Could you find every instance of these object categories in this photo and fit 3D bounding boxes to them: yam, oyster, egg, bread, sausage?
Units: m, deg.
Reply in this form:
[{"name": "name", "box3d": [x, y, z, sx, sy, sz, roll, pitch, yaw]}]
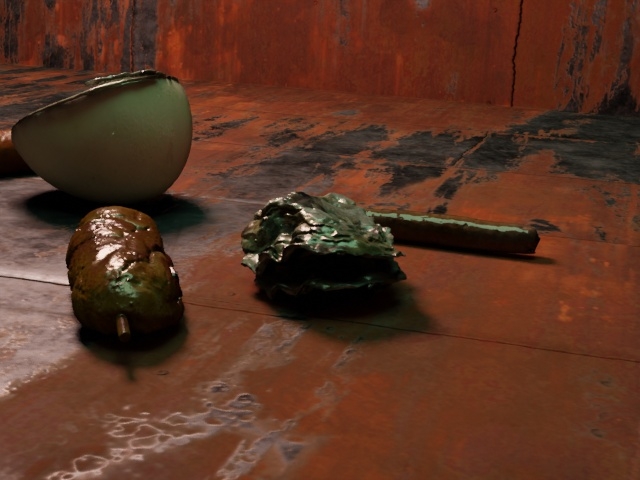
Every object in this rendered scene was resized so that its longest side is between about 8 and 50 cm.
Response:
[{"name": "yam", "box3d": [0.170, -0.014, 1.498, 0.264, 0.046, 0.046, 6, 15, 17]}, {"name": "oyster", "box3d": [0.000, 0.000, 1.283, 0.198, 0.112, 0.267, -2, 12, -21]}, {"name": "egg", "box3d": [-0.318, -0.131, 1.637, 0.286, 0.174, 0.264, -17, -2, 40]}, {"name": "bread", "box3d": [-0.209, 0.034, 1.158, 0.124, 0.084, 0.344, 0, 15, -12]}, {"name": "sausage", "box3d": [-0.487, -0.164, 1.875, 0.102, 0.076, 0.302, 18, 20, 32]}]
